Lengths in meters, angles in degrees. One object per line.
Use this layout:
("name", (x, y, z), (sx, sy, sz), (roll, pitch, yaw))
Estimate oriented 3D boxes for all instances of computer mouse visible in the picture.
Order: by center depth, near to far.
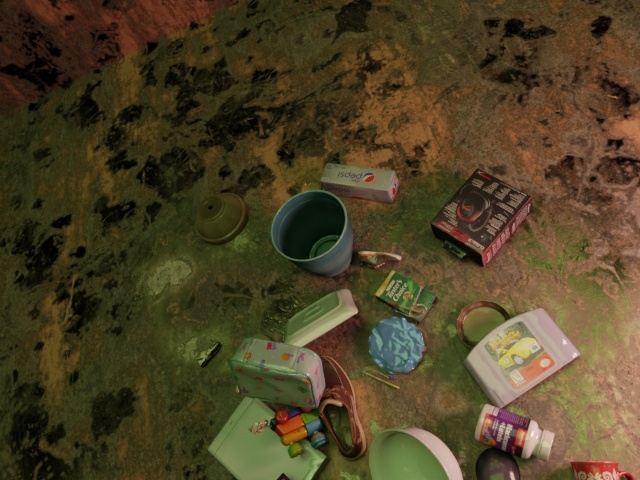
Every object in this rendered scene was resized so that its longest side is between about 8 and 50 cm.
("computer mouse", (0.498, 0.699, 1.432), (0.189, 0.072, 0.272), (-15, 59, 14))

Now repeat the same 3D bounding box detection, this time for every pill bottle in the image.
("pill bottle", (0.539, 0.539, 1.478), (0.194, 0.108, 0.108), (14, 69, 27))

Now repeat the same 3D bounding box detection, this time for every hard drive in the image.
("hard drive", (-0.173, 0.688, 1.710), (0.353, 0.047, 0.233), (30, 77, 31))

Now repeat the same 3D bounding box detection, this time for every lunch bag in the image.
("lunch bag", (-0.130, 0.408, 1.616), (0.279, 0.224, 0.108), (6, 45, 19))

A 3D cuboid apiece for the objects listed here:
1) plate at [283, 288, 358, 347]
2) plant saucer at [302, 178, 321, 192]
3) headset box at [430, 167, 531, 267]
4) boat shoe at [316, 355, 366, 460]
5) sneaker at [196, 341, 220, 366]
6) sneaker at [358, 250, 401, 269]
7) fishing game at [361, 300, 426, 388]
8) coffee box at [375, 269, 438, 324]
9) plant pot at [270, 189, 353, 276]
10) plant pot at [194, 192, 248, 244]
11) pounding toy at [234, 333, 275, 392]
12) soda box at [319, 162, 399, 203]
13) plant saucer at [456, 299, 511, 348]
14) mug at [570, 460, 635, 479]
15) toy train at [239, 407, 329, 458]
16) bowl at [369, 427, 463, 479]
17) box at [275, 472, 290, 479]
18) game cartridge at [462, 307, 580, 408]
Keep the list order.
("plate", (-0.016, 0.256, 1.767), (0.277, 0.278, 0.045), (-33, 98, 3))
("plant saucer", (-0.034, -0.210, 2.149), (0.083, 0.015, 0.083), (-9, 61, 16))
("headset box", (0.533, -0.068, 1.799), (0.218, 0.110, 0.293), (36, 80, 32))
("boat shoe", (0.044, 0.514, 1.672), (0.123, 0.123, 0.342), (-23, 58, 8))
("sneaker", (-0.413, 0.412, 1.952), (0.109, 0.040, 0.044), (-46, 55, -7))
("sneaker", (0.211, 0.071, 1.894), (0.158, 0.061, 0.064), (4, 92, 24))
("fishing game", (0.249, 0.340, 1.732), (0.189, 0.041, 0.264), (13, 81, 26))
("coffee box", (0.289, 0.191, 1.798), (0.184, 0.040, 0.113), (32, 78, 31))
("plant pot", (0.000, 0.000, 1.882), (0.272, 0.255, 0.271), (-9, 61, 17))
("plant pot", (-0.429, -0.111, 2.194), (0.237, 0.109, 0.237), (-9, 60, 16))
("pounding toy", (-0.192, 0.426, 1.840), (0.237, 0.110, 0.183), (-26, 62, 40))
("soda box", (0.150, -0.220, 2.034), (0.286, 0.098, 0.091), (11, 67, 25))
("plant saucer", (0.518, 0.272, 1.675), (0.168, 0.029, 0.168), (-9, 60, 16))
("mug", (0.728, 0.653, 1.347), (0.150, 0.113, 0.169), (-7, 65, 20))
("toy train", (-0.106, 0.604, 1.630), (0.248, 0.105, 0.143), (-18, 55, -24))
("bowl", (0.286, 0.642, 1.472), (0.298, 0.134, 0.297), (15, 110, 47))
("box", (-0.083, 0.823, 1.510), (0.247, 0.142, 0.163), (42, 84, 13))
("game cartridge", (0.585, 0.339, 1.579), (0.294, 0.060, 0.196), (-35, 65, 1))
